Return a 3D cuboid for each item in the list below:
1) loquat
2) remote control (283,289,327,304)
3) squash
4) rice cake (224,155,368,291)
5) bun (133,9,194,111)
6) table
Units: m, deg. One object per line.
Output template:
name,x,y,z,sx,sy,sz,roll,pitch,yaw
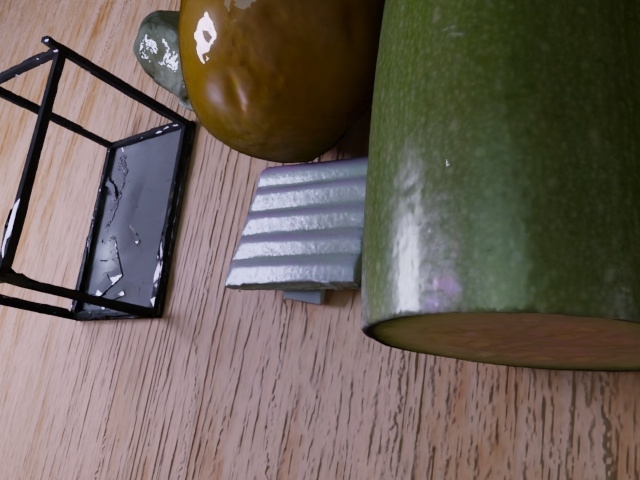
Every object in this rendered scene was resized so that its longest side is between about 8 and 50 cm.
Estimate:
loquat,-0.045,-0.240,0.686,0.284,0.276,0.276,-51,44,51
remote control,0.000,0.000,0.728,0.061,0.029,0.162,8,73,35
squash,0.170,-0.097,0.498,0.263,0.263,0.385,-6,70,33
rice cake,-0.018,-0.020,0.707,0.198,0.037,0.189,5,72,37
bun,-0.180,-0.268,0.881,0.212,0.203,0.127,-95,24,-62
table,-0.386,-0.069,0.869,0.222,0.272,0.335,-6,70,33
